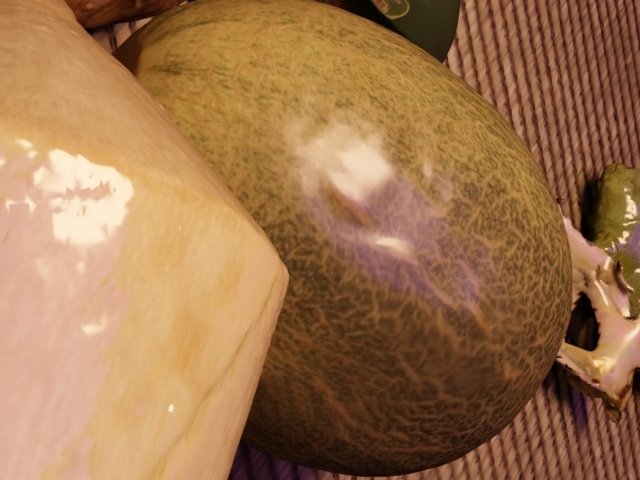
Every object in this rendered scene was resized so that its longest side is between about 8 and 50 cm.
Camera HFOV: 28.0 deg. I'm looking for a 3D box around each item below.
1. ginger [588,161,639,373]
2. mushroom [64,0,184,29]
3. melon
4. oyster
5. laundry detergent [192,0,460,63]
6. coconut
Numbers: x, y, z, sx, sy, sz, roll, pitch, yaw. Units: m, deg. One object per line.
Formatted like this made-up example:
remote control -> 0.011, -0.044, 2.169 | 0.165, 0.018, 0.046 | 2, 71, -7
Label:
ginger -> 0.328, 0.057, 1.251 | 0.137, 0.089, 0.290 | -47, 118, -19
mushroom -> -0.129, -0.250, 0.699 | 0.278, 0.146, 0.278 | -12, 105, -56
melon -> 0.000, 0.000, 0.749 | 0.329, 0.248, 0.248 | 40, 57, -29
oyster -> 0.216, 0.055, 1.137 | 0.209, 0.072, 0.133 | 35, 66, -19
laundry detergent -> 0.025, -0.152, 0.810 | 0.078, 0.221, 0.144 | -44, 120, -43
coconut -> -0.158, 0.037, 0.521 | 0.329, 0.329, 0.329 | 6, 81, -49
